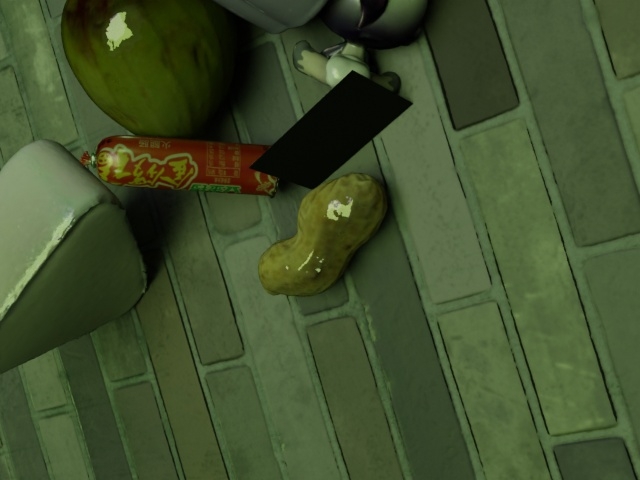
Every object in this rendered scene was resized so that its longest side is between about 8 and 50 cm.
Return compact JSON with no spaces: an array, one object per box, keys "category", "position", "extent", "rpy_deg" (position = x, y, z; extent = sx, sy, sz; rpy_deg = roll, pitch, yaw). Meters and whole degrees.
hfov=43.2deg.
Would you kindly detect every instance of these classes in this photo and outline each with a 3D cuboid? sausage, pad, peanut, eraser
[{"category":"sausage","position":[-0.186,-0.101,1.089],"extent":[0.264,0.083,0.083],"rpy_deg":[2,100,-13]},{"category":"pad","position":[0.013,-0.135,1.038],"extent":[0.190,0.127,0.004],"rpy_deg":[-40,56,26]},{"category":"peanut","position":[0.000,0.000,1.079],"extent":[0.229,0.098,0.103],"rpy_deg":[-50,32,24]},{"category":"eraser","position":[-0.381,0.014,1.134],"extent":[0.150,0.331,0.331],"rpy_deg":[43,114,17]}]

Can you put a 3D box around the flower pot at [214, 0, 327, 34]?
[{"category":"flower pot","position":[-0.099,-0.408,0.940],"extent":[0.265,0.243,0.265],"rpy_deg":[-28,54,46]}]

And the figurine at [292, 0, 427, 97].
[{"category":"figurine","position":[0.054,-0.286,0.984],"extent":[0.145,0.145,0.222],"rpy_deg":[28,114,23]}]

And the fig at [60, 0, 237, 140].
[{"category":"fig","position":[-0.221,-0.255,1.104],"extent":[0.239,0.239,0.271],"rpy_deg":[7,131,28]}]
